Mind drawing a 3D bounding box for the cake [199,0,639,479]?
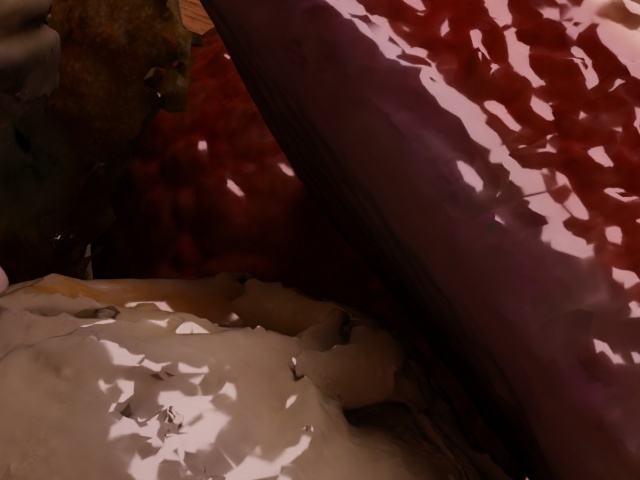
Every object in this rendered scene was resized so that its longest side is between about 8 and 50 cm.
[{"bbox_3d":[0.119,-0.044,0.602,0.309,0.237,0.230,52,-6,29],"label":"cake"}]

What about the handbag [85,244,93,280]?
[{"bbox_3d":[-0.186,-0.022,1.169,0.316,0.109,0.253,25,15,41],"label":"handbag"}]

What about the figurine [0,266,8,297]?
[{"bbox_3d":[-0.182,0.045,0.427,0.155,0.127,0.235,-22,16,19],"label":"figurine"}]

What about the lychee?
[{"bbox_3d":[0.000,0.000,0.875,0.255,0.255,0.300,20,51,14],"label":"lychee"}]

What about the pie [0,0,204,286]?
[{"bbox_3d":[-0.223,-0.084,0.802,0.355,0.288,0.103,18,7,18],"label":"pie"}]

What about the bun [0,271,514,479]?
[{"bbox_3d":[-0.033,0.084,0.573,0.287,0.146,0.287,20,4,-1],"label":"bun"}]

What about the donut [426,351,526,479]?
[{"bbox_3d":[0.118,0.110,0.719,0.178,0.162,0.065,36,6,30],"label":"donut"}]

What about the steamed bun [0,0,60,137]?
[{"bbox_3d":[-0.222,-0.034,0.586,0.207,0.280,0.268,41,-6,29],"label":"steamed bun"}]
